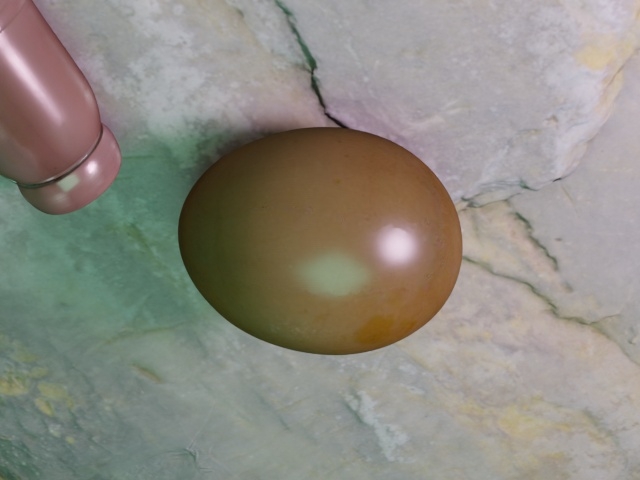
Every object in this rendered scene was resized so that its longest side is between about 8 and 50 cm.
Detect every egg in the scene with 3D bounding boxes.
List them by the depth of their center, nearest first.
[{"bbox_3d":[0.000,0.000,1.515,0.374,0.301,0.301,3,127,-6],"label":"egg"}]

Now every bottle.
[{"bbox_3d":[-0.385,-0.172,1.451,0.206,0.173,0.297,0,138,37],"label":"bottle"}]
